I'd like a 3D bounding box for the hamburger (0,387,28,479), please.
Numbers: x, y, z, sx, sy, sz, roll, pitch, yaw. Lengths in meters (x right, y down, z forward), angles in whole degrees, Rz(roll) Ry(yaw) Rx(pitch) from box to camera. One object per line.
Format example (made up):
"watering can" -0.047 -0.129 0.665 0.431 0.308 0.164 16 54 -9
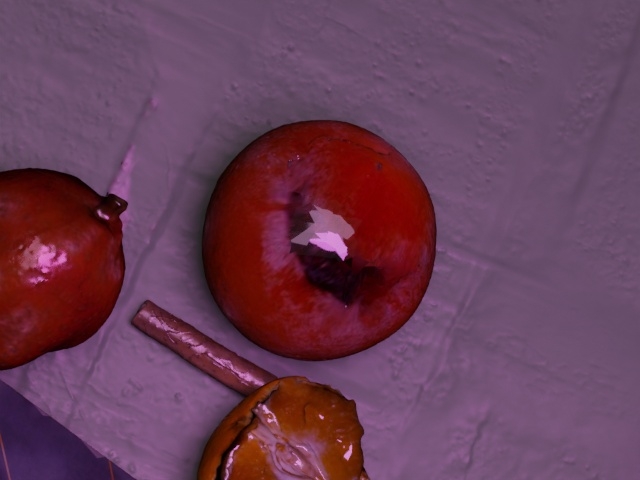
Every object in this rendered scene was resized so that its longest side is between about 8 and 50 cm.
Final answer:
"hamburger" -0.349 0.203 1.635 0.231 0.107 0.231 10 74 -39

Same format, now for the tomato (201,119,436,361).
"tomato" 0.000 0.000 1.714 0.208 0.184 0.208 2 78 -10

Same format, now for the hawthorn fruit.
"hawthorn fruit" -0.243 0.015 1.667 0.188 0.169 0.169 -33 86 25

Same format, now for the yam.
"yam" -0.100 0.101 1.757 0.145 0.032 0.032 32 76 -2

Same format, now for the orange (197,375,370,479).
"orange" -0.039 0.198 1.709 0.170 0.112 0.160 16 70 -46

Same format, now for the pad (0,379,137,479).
"pad" -0.254 0.212 1.641 0.243 0.004 0.163 41 55 -30
